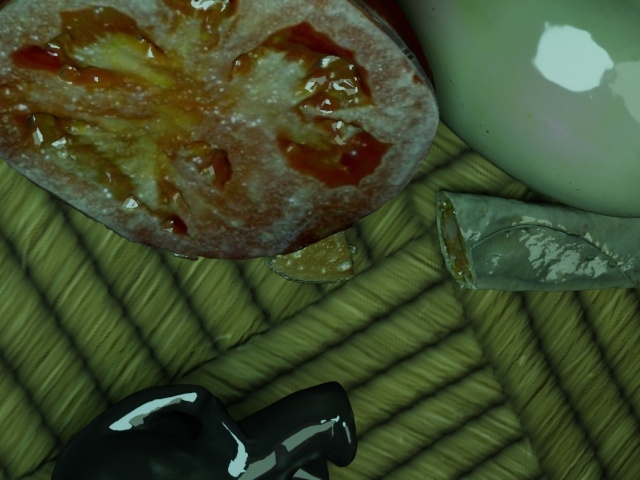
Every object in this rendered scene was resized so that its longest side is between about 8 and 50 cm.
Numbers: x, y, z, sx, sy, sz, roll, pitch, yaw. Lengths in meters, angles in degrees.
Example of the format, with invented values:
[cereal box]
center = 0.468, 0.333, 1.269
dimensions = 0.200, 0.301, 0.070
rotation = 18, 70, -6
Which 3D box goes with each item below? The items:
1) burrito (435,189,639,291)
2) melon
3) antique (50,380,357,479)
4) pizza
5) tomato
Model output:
[burrito]
center = 0.198, 0.005, 1.665
dimensions = 0.226, 0.060, 0.087
rotation = 3, 109, -22
[melon]
center = 0.180, -0.155, 1.447
dimensions = 0.317, 0.223, 0.223
rotation = 44, 96, 9
[antique]
center = -0.106, 0.261, 1.605
dimensions = 0.255, 0.185, 0.322
rotation = -10, 112, -18
[pizza]
center = 0.000, 0.000, 1.604
dimensions = 0.083, 0.025, 0.078
rotation = 12, 115, -29
[tomato]
center = -0.075, -0.139, 1.404
dimensions = 0.338, 0.143, 0.338
rotation = 2, 143, 2
